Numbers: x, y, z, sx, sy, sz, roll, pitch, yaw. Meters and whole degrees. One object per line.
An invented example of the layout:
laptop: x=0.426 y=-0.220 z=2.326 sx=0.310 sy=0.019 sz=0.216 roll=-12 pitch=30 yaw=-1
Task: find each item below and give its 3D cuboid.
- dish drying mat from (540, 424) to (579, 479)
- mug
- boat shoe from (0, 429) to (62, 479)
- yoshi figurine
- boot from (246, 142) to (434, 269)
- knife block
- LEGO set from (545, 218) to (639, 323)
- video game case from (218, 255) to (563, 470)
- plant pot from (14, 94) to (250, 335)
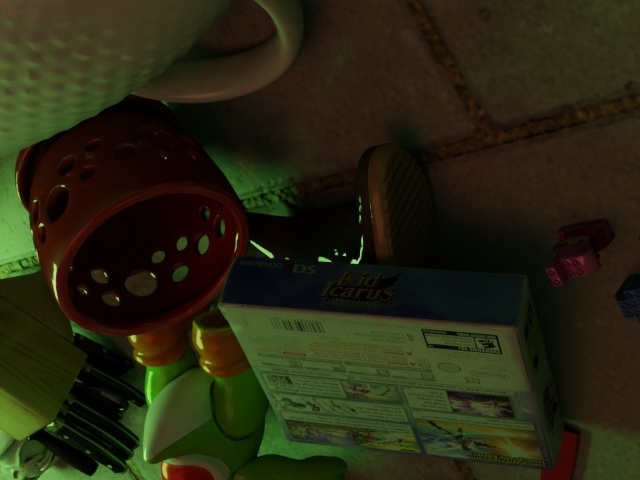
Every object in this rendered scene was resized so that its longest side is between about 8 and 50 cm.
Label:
dish drying mat: x=0.229 y=0.207 z=1.712 sx=0.032 sy=0.008 sz=0.083 roll=22 pitch=135 yaw=21
mug: x=-0.180 y=-0.224 z=1.491 sx=0.328 sy=0.276 sz=0.374 roll=-21 pitch=141 yaw=39
boat shoe: x=-0.346 y=0.235 z=2.119 sx=0.084 sy=0.095 sz=0.258 roll=28 pitch=164 yaw=-4
yoshi figurine: x=-0.079 y=0.219 z=1.886 sx=0.203 sy=0.203 sz=0.362 roll=-9 pitch=111 yaw=-3
boot: x=0.000 y=0.000 z=1.646 sx=0.207 sy=0.090 sz=0.248 roll=14 pitch=136 yaw=26
knife block: x=-0.332 y=0.164 z=1.953 sx=0.088 sy=0.275 sz=0.242 roll=-33 pitch=72 yaw=48
LEGO set: x=0.285 y=0.034 z=1.446 sx=0.227 sy=0.093 sz=0.087 roll=-10 pitch=118 yaw=43
video game case: x=0.071 y=0.112 z=1.619 sx=0.269 sy=0.061 sz=0.244 roll=4 pitch=145 yaw=19
plant pot: x=-0.182 y=-0.036 z=1.668 sx=0.191 sy=0.191 sz=0.174 roll=99 pitch=151 yaw=-45
